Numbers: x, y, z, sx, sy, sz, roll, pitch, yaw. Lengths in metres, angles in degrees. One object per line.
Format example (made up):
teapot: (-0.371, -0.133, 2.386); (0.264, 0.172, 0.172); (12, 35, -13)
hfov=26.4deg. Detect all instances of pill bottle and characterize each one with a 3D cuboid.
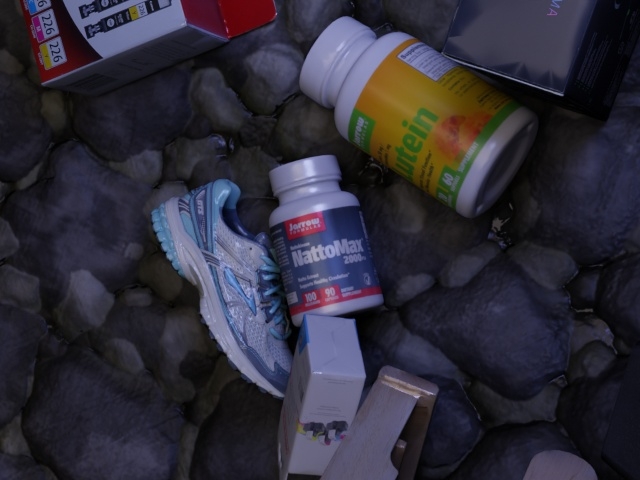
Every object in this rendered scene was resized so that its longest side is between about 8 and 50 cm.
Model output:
pill bottle: (0.000, 0.000, 1.551); (0.108, 0.108, 0.180); (-16, 84, 20)
pill bottle: (0.102, -0.143, 1.497); (0.246, 0.136, 0.136); (34, 101, 18)

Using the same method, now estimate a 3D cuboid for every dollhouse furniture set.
dollhouse furniture set: (0.186, 0.336, 1.394); (0.394, 0.256, 0.362); (21, 131, 12)

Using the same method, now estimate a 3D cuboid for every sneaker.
sneaker: (-0.084, 0.053, 1.586); (0.122, 0.110, 0.283); (-34, 81, 8)

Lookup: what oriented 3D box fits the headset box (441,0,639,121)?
headset box: (0.248, -0.264, 1.365); (0.131, 0.283, 0.246); (22, 98, 19)

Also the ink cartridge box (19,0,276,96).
ink cartridge box: (-0.229, -0.366, 1.630); (0.272, 0.130, 0.309); (-19, 83, 19)

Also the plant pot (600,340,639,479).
plant pot: (0.393, 0.184, 1.371); (0.167, 0.188, 0.187); (19, 97, 32)

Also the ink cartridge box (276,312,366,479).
ink cartridge box: (-0.002, 0.184, 1.496); (0.062, 0.104, 0.181); (7, 123, -10)
